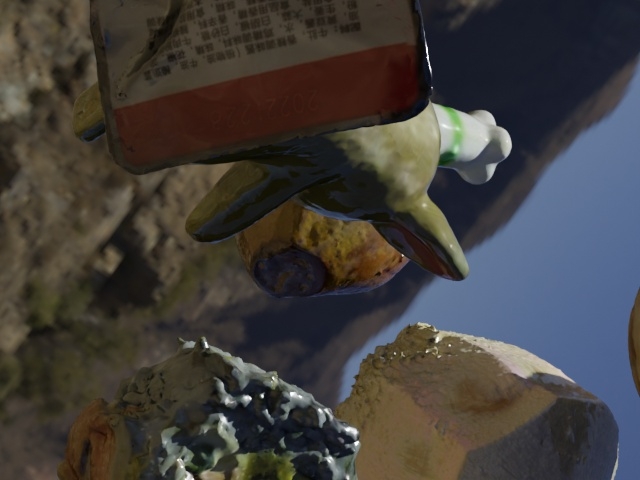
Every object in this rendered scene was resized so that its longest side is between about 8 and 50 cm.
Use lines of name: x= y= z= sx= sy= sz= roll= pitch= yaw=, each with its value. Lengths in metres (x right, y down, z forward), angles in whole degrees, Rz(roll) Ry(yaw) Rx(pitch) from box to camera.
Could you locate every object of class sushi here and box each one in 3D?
sushi: x=-0.065 y=0.196 z=1.165 sx=0.139 sy=0.274 sz=0.184 roll=19 pitch=-103 yaw=58

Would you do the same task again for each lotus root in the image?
lotus root: x=-0.001 y=0.000 z=1.628 sx=0.188 sy=0.199 sz=0.180 roll=-46 pitch=-170 yaw=37

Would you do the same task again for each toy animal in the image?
toy animal: x=-0.009 y=-0.081 z=1.007 sx=0.363 sy=0.180 sz=0.181 roll=43 pitch=48 yaw=-52

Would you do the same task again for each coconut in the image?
coconut: x=0.164 y=0.254 z=1.584 sx=0.297 sy=0.297 sz=0.309 roll=-55 pitch=-140 yaw=0

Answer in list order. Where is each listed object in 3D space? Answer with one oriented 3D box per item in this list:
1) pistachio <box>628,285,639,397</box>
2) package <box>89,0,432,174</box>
pistachio: x=0.380 y=0.126 z=1.468 sx=0.144 sy=0.215 sz=0.144 roll=-18 pitch=151 yaw=-10
package: x=-0.041 y=-0.155 z=0.637 sx=0.154 sy=0.239 sz=0.030 roll=-11 pitch=169 yaw=23
